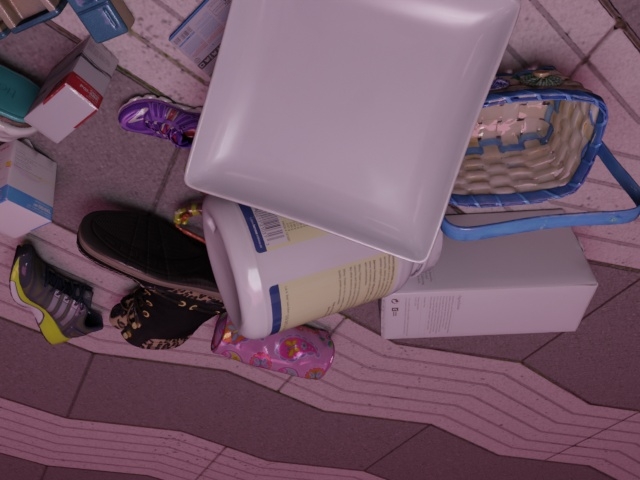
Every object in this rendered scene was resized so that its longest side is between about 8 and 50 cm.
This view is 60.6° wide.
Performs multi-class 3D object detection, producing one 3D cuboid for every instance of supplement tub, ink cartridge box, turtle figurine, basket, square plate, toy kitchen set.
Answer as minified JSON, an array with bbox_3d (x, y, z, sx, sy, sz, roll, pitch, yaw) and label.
[{"bbox_3d":[0.000,0.000,0.862,0.325,0.235,0.235,-16,139,-19],"label":"supplement tub"},{"bbox_3d":[-0.518,-0.094,0.931,0.092,0.143,0.090,-20,149,19],"label":"ink cartridge box"},{"bbox_3d":[-0.145,-0.072,0.977,0.270,0.087,0.217,3,153,6],"label":"turtle figurine"},{"bbox_3d":[0.277,-0.120,0.786,0.255,0.288,0.201,-6,140,2],"label":"basket"},{"bbox_3d":[-0.358,-0.221,0.797,0.099,0.135,0.056,-27,132,25],"label":"ink cartridge box"},{"bbox_3d":[0.029,-0.184,0.708,0.345,0.049,0.346,19,101,4],"label":"square plate"},{"bbox_3d":[-0.384,-0.274,0.721,0.207,0.166,0.122,-15,133,15],"label":"toy kitchen set"}]

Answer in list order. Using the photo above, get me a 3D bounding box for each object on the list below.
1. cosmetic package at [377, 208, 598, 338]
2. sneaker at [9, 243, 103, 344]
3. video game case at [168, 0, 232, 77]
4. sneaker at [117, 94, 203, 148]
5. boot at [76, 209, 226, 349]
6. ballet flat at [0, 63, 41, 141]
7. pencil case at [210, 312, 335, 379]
[{"bbox_3d":[0.292,0.063,1.042,0.366,0.196,0.155,-1,136,3],"label":"cosmetic package"},{"bbox_3d":[-0.558,0.110,1.170,0.122,0.111,0.299,-9,141,-5],"label":"sneaker"},{"bbox_3d":[-0.124,-0.281,0.820,0.119,0.015,0.166,-32,127,28],"label":"video game case"},{"bbox_3d":[-0.240,-0.185,0.878,0.170,0.071,0.068,6,135,-5],"label":"sneaker"},{"bbox_3d":[-0.345,0.098,1.108,0.378,0.138,0.284,21,134,-39],"label":"boot"},{"bbox_3d":[-0.595,-0.264,0.774,0.400,0.139,0.139,34,126,-31],"label":"ballet flat"},{"bbox_3d":[-0.108,0.239,1.277,0.284,0.124,0.124,18,133,-18],"label":"pencil case"}]
